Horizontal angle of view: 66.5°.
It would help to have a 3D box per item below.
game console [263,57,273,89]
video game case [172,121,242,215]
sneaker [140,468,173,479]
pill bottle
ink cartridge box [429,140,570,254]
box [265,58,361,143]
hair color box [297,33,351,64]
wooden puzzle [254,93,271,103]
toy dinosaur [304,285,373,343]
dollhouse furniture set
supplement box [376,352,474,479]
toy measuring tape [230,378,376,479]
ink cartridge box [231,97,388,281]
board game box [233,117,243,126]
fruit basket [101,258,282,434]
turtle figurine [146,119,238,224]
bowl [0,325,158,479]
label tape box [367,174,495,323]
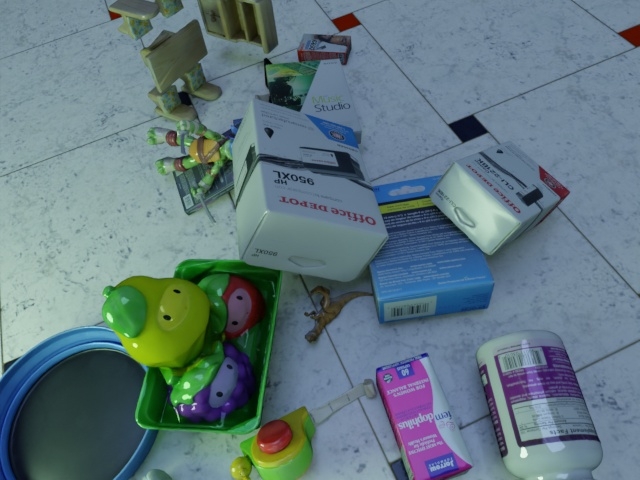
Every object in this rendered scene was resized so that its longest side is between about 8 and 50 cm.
[{"bbox_3d":[-0.113,-0.525,1.574,0.085,0.124,0.143,-25,53,24],"label":"game console"},{"bbox_3d":[-0.289,-0.213,1.393,0.274,0.026,0.196,-29,57,5],"label":"video game case"},{"bbox_3d":[-0.267,0.538,0.917,0.237,0.085,0.086,33,90,29],"label":"sneaker"},{"bbox_3d":[0.404,0.332,0.897,0.170,0.169,0.301,-7,57,4],"label":"pill bottle"},{"bbox_3d":[0.415,-0.107,1.127,0.273,0.114,0.197,-24,64,-40],"label":"ink cartridge box"},{"bbox_3d":[-0.026,-0.400,1.417,0.233,0.058,0.321,-8,56,-7],"label":"box"},{"bbox_3d":[0.014,-0.648,1.650,0.167,0.053,0.093,8,58,12],"label":"hair color box"},{"bbox_3d":[-0.055,-0.390,1.465,0.239,0.044,0.220,-15,58,-17],"label":"wooden puzzle"},{"bbox_3d":[0.028,0.152,1.143,0.212,0.064,0.112,-39,92,-21],"label":"toy dinosaur"},{"bbox_3d":[-0.351,-0.602,1.489,0.257,0.362,0.394,24,59,21],"label":"dollhouse furniture set"},{"bbox_3d":[0.195,0.350,0.950,0.111,0.114,0.219,-17,59,-4],"label":"supplement box"},{"bbox_3d":[-0.018,0.384,0.956,0.330,0.121,0.121,-24,57,-13],"label":"toy measuring tape"},{"bbox_3d":[-0.040,-0.122,1.136,0.286,0.166,0.394,11,44,-25],"label":"ink cartridge box"},{"bbox_3d":[-0.181,-0.292,1.454,0.147,0.045,0.193,-10,57,2],"label":"board game box"},{"bbox_3d":[-0.236,0.183,0.969,0.283,0.392,0.391,0,58,9],"label":"fruit basket"},{"bbox_3d":[-0.360,-0.218,1.294,0.267,0.198,0.274,9,65,31],"label":"turtle figurine"},{"bbox_3d":[-0.531,0.380,1.055,0.392,0.077,0.390,-4,57,6],"label":"bowl"},{"bbox_3d":[0.231,0.010,1.160,0.249,0.115,0.347,-9,48,2],"label":"label tape box"}]
